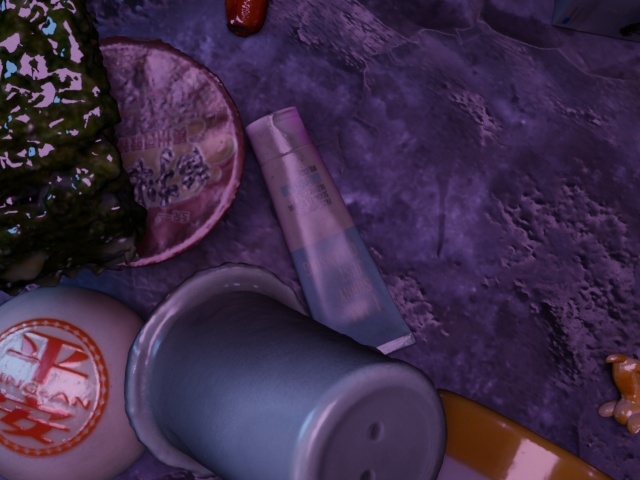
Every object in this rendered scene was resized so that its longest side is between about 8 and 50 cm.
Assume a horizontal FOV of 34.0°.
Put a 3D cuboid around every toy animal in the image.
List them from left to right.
[{"bbox_3d":[0.355,0.179,1.223,0.081,0.060,0.083,30,78,-39],"label":"toy animal"}]

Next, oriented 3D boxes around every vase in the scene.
[{"bbox_3d":[-0.025,0.164,1.051,0.245,0.291,0.245,-9,105,-36],"label":"vase"}]

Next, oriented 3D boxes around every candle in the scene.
[{"bbox_3d":[-0.082,-0.331,1.276,0.053,0.048,0.162,9,81,16],"label":"candle"}]

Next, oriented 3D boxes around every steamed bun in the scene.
[{"bbox_3d":[-0.285,0.161,1.147,0.232,0.145,0.231,0,82,-3],"label":"steamed bun"}]

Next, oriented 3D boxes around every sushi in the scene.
[{"bbox_3d":[-0.274,-0.103,0.992,0.178,0.352,0.294,-16,82,-7],"label":"sushi"}]

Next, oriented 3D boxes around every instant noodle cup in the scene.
[{"bbox_3d":[-0.222,-0.094,1.213,0.274,0.091,0.274,0,81,-3],"label":"instant noodle cup"}]

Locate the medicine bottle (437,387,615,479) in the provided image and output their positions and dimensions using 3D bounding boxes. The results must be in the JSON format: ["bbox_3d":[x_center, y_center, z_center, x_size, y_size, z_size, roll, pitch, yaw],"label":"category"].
[{"bbox_3d":[0.170,0.310,1.104,0.238,0.238,0.232,29,83,1],"label":"medicine bottle"}]

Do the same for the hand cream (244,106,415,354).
[{"bbox_3d":[0.000,0.000,1.226,0.111,0.070,0.312,-24,88,-9],"label":"hand cream"}]

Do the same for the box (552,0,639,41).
[{"bbox_3d":[0.409,-0.287,1.245,0.233,0.149,0.067,10,79,-2],"label":"box"}]
